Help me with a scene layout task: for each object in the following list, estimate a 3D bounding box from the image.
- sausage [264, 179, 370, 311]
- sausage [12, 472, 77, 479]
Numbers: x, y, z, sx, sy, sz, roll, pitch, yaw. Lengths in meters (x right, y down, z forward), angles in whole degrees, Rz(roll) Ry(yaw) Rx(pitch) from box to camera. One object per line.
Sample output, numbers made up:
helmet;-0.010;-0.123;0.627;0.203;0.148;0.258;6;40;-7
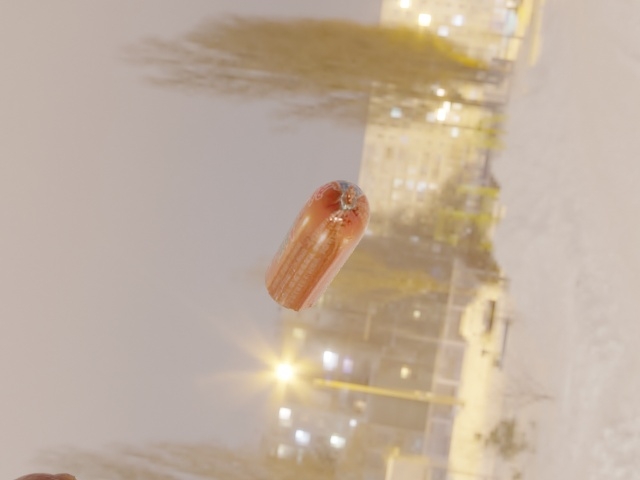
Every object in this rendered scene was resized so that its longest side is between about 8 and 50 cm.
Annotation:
sausage;0.000;0.000;1.338;0.234;0.071;0.071;121;163;-60
sausage;-0.223;0.257;0.835;0.089;0.083;0.300;-49;17;27
